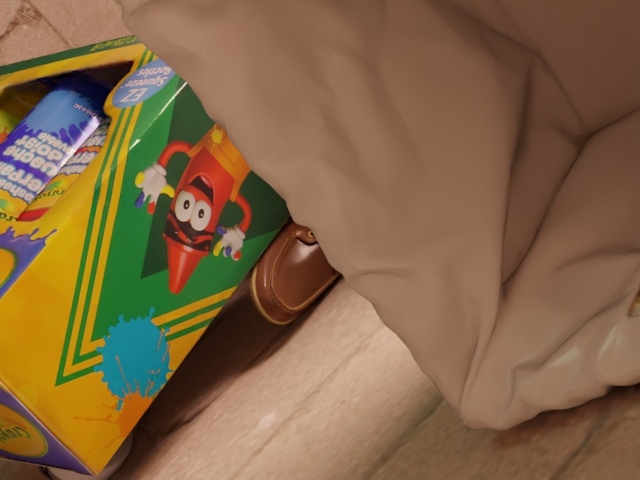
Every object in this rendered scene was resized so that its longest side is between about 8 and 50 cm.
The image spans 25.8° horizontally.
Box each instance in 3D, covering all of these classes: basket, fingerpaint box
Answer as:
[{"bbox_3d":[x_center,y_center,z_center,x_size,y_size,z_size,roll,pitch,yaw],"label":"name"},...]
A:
[{"bbox_3d":[0.139,-0.140,0.689,0.328,0.331,0.266,-29,17,39],"label":"basket"},{"bbox_3d":[-0.258,-0.003,1.223,0.445,0.163,0.371,-2,44,48],"label":"fingerpaint box"}]

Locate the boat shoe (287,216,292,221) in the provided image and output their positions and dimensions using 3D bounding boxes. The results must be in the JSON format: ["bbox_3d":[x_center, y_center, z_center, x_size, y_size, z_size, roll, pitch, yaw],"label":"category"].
[{"bbox_3d":[-0.110,-0.007,1.373,0.306,0.113,0.105,-34,22,35],"label":"boat shoe"}]

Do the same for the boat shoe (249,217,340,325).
[{"bbox_3d":[0.000,0.000,1.157,0.060,0.064,0.178,-30,16,43],"label":"boat shoe"}]

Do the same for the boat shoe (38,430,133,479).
[{"bbox_3d":[-0.216,0.169,1.212,0.076,0.080,0.228,-63,18,13],"label":"boat shoe"}]
